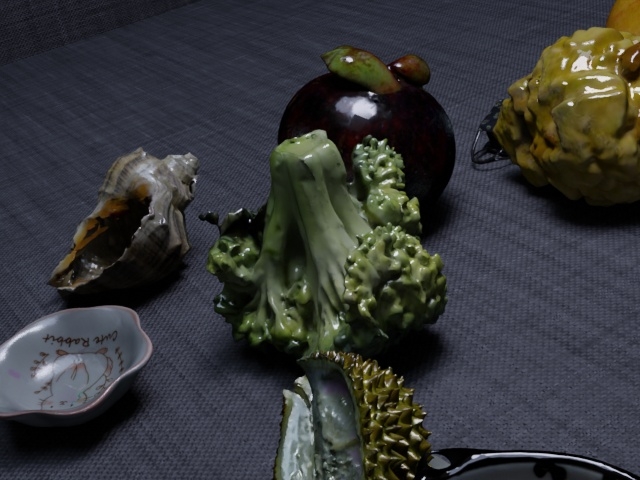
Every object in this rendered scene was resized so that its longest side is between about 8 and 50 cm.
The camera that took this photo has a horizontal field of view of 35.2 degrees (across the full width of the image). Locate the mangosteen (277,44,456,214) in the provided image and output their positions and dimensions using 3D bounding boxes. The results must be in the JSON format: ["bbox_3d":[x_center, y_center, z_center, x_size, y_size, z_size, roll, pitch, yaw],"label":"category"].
[{"bbox_3d":[0.072,-0.156,1.546,0.288,0.288,0.288,-9,27,5],"label":"mangosteen"}]

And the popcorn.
[{"bbox_3d":[0.395,-0.183,1.503,0.225,0.265,0.332,6,-5,-33],"label":"popcorn"}]

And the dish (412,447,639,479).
[{"bbox_3d":[0.167,0.301,0.815,0.303,0.120,0.303,-9,27,5],"label":"dish"}]

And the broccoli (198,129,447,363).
[{"bbox_3d":[-0.005,0.005,1.268,0.293,0.281,0.348,-12,26,-2],"label":"broccoli"}]

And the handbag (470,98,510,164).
[{"bbox_3d":[0.310,-0.170,1.723,0.139,0.072,0.115,-40,38,-22],"label":"handbag"}]

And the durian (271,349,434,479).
[{"bbox_3d":[0.039,0.233,0.988,0.137,0.237,0.193,20,-15,-32],"label":"durian"}]

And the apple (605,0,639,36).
[{"bbox_3d":[0.625,-0.328,1.666,0.299,0.299,0.275,-30,5,-32],"label":"apple"}]

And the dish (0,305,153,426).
[{"bbox_3d":[-0.316,0.177,1.289,0.229,0.081,0.229,-8,31,5],"label":"dish"}]

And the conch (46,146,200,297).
[{"bbox_3d":[-0.277,-0.009,1.553,0.291,0.159,0.210,-53,43,3],"label":"conch"}]

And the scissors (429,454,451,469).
[{"bbox_3d":[0.076,0.221,1.112,0.109,0.022,0.300,-34,35,-29],"label":"scissors"}]
